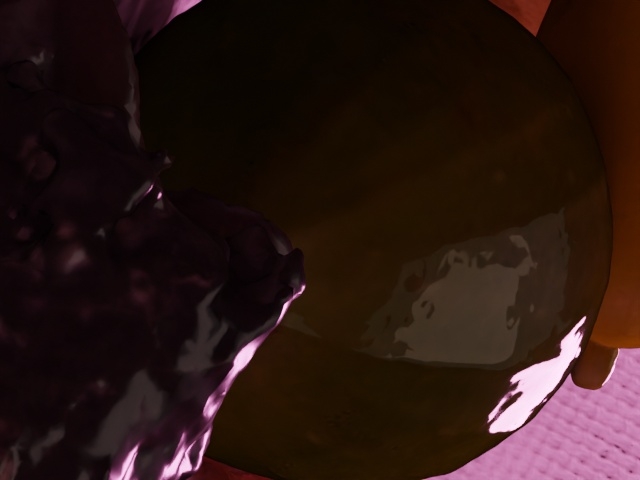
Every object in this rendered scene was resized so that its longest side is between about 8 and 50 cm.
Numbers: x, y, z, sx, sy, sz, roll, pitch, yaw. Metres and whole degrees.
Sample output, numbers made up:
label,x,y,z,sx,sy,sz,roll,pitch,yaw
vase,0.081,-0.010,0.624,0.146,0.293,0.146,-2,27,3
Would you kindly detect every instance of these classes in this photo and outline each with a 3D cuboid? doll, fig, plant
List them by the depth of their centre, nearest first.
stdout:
label,x,y,z,sx,sy,sz,roll,pitch,yaw
plant,-0.110,0.026,0.590,0.234,0.178,0.204,-52,169,-28
fig,0.000,0.000,0.855,0.316,0.316,0.316,-61,174,-12
doll,0.210,-0.151,0.989,0.423,0.161,0.348,96,2,-51

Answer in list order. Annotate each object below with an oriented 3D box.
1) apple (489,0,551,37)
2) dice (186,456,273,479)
label,x,y,z,sx,sy,sz,roll,pitch,yaw
apple,0.247,-0.296,1.334,0.364,0.364,0.364,-61,174,-12
dice,-0.135,0.196,1.102,0.175,0.174,0.179,-58,173,-4
